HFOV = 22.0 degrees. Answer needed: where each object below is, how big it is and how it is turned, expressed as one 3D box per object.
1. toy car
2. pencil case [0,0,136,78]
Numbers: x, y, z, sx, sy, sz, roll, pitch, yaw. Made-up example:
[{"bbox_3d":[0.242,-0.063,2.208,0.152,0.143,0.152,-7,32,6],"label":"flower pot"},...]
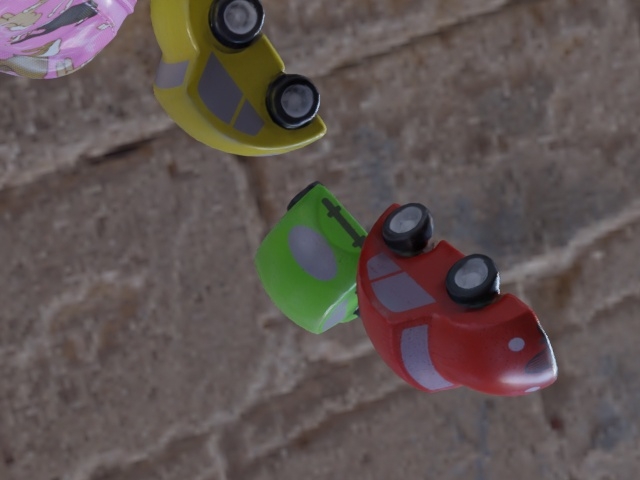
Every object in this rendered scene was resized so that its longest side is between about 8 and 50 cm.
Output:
[{"bbox_3d":[0.000,0.000,0.738,0.053,0.239,0.225,-38,168,-11],"label":"toy car"},{"bbox_3d":[-0.207,-0.180,0.918,0.160,0.167,0.386,-27,180,4],"label":"pencil case"}]
